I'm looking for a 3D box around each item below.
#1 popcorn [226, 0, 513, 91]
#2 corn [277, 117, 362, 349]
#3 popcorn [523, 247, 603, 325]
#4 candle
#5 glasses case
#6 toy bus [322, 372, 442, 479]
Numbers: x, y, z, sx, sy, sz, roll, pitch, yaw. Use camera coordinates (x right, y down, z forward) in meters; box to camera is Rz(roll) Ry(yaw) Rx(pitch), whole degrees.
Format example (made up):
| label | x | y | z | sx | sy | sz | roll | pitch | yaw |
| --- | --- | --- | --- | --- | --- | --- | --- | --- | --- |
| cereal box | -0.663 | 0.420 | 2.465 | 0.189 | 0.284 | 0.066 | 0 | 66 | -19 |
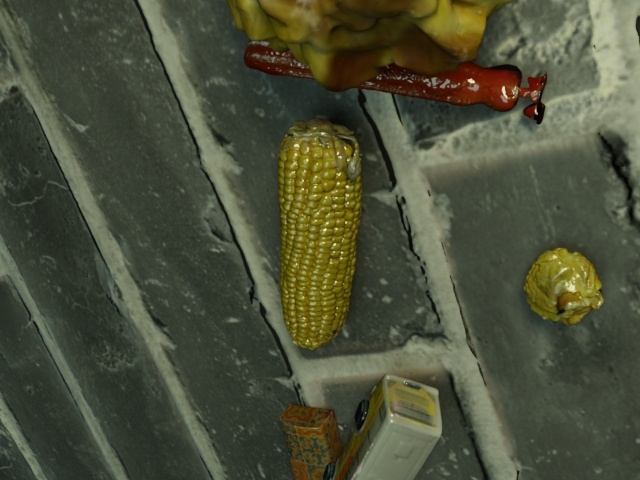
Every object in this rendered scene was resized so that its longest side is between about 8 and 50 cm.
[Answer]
| label | x | y | z | sx | sy | sz | roll | pitch | yaw |
| --- | --- | --- | --- | --- | --- | --- | --- | --- | --- |
| popcorn | 0.031 | -0.278 | 0.555 | 0.265 | 0.225 | 0.332 | -26 | 78 | 23 |
| corn | 0.000 | 0.000 | 0.770 | 0.106 | 0.106 | 0.293 | 14 | 124 | 21 |
| popcorn | 0.249 | 0.055 | 0.675 | 0.084 | 0.084 | 0.084 | 12 | 118 | 23 |
| candle | 0.067 | -0.178 | 0.677 | 0.329 | 0.048 | 0.051 | 15 | 79 | 21 |
| glasses case | 0.000 | 0.349 | 0.965 | 0.075 | 0.049 | 0.218 | -1 | 113 | 28 |
| toy bus | 0.069 | 0.298 | 0.848 | 0.092 | 0.106 | 0.268 | 19 | 117 | -7 |
